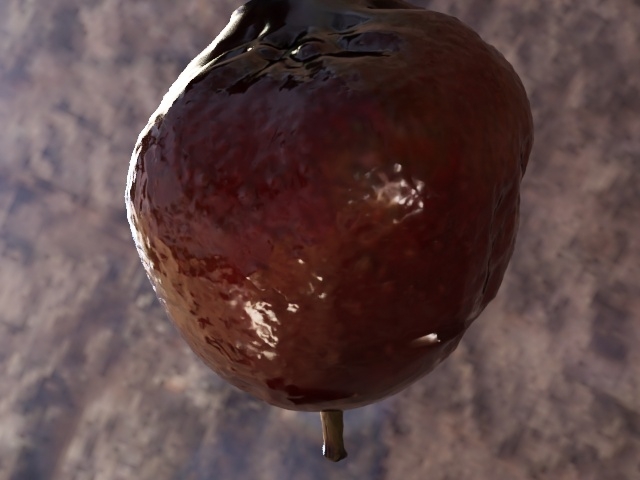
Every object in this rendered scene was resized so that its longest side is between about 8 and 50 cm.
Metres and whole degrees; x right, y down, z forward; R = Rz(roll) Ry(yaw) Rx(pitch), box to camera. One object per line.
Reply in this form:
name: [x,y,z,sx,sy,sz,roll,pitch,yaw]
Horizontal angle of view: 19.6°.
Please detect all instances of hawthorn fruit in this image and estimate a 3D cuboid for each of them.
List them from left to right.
hawthorn fruit: [0.000,0.000,1.000,0.230,0.210,0.266,-99,-168,-61]
